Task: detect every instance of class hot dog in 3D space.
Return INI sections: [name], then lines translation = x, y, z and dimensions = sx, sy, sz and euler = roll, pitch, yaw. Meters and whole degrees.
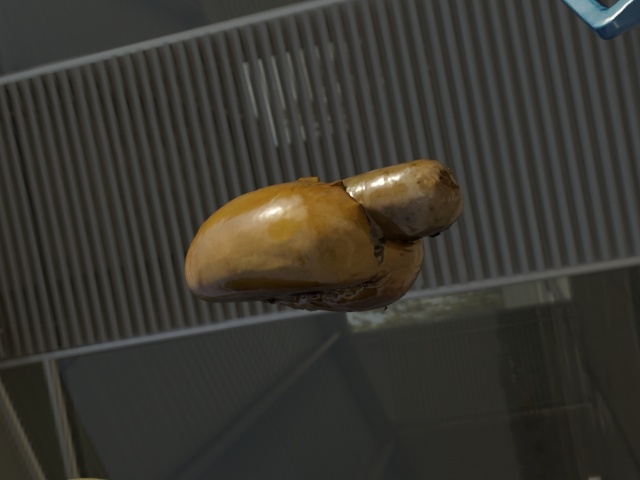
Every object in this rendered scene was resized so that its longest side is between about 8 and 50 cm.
[hot dog]
translation = -0.002, 0.000, 0.369
dimensions = 0.090, 0.140, 0.060
euler = 8, -98, -32

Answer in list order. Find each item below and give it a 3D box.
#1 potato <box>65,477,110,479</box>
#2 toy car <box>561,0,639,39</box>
[potato]
translation = -0.102, 0.302, 0.486
dimensions = 0.221, 0.243, 0.326
euler = -77, -27, -59
[toy car]
translation = 0.126, -0.142, 0.331
dimensions = 0.191, 0.100, 0.097
euler = 38, -158, -28
